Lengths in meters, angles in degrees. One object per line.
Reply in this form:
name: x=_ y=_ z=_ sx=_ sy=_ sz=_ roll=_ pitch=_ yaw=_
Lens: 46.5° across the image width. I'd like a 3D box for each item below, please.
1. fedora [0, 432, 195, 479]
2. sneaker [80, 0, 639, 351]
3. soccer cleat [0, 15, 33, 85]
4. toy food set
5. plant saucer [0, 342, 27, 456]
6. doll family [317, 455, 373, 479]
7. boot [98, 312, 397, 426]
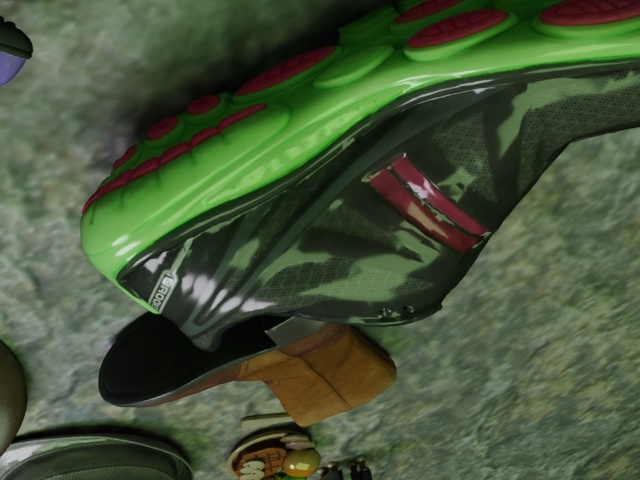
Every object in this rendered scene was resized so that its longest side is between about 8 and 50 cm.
fedora: x=-0.286 y=0.344 z=0.908 sx=0.275 sy=0.124 sz=0.244 roll=11 pitch=130 yaw=-30
sneaker: x=0.066 y=-0.055 z=0.551 sx=0.482 sy=0.185 sz=0.202 roll=-20 pitch=121 yaw=16
soccer cleat: x=-0.321 y=-0.102 z=0.389 sx=0.318 sy=0.108 sz=0.117 roll=7 pitch=97 yaw=-17
toy food set: x=-0.061 y=0.300 z=1.009 sx=0.132 sy=0.039 sz=0.192 roll=-3 pitch=136 yaw=-17
plant saucer: x=-0.440 y=0.183 z=0.701 sx=0.310 sy=0.050 sz=0.311 roll=-15 pitch=133 yaw=-16
doll family: x=0.006 y=0.399 z=1.087 sx=0.193 sy=0.111 sz=0.076 roll=-38 pitch=135 yaw=21
boot: x=-0.069 y=0.146 z=0.832 sx=0.264 sy=0.096 sz=0.280 roll=-31 pitch=145 yaw=2
